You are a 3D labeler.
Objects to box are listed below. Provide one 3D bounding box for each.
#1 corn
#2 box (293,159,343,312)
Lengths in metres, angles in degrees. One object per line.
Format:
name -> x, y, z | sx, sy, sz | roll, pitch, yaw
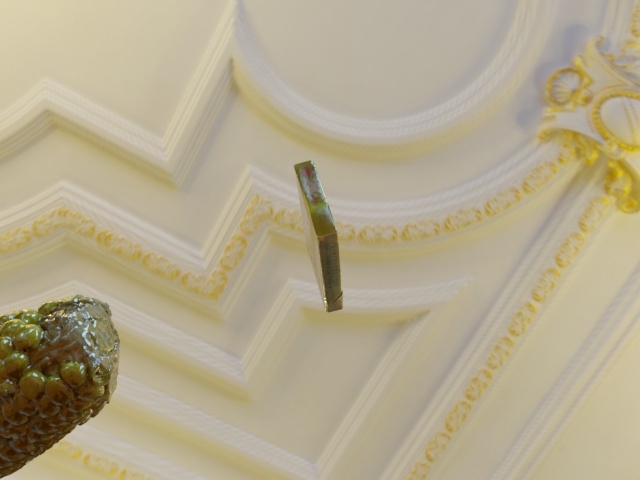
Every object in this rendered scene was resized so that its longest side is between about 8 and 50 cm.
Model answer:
corn -> -0.273, 0.135, 0.585 | 0.322, 0.119, 0.119 | -25, -73, 20
box -> 0.000, 0.000, 0.795 | 0.022, 0.089, 0.156 | -14, -32, -4
